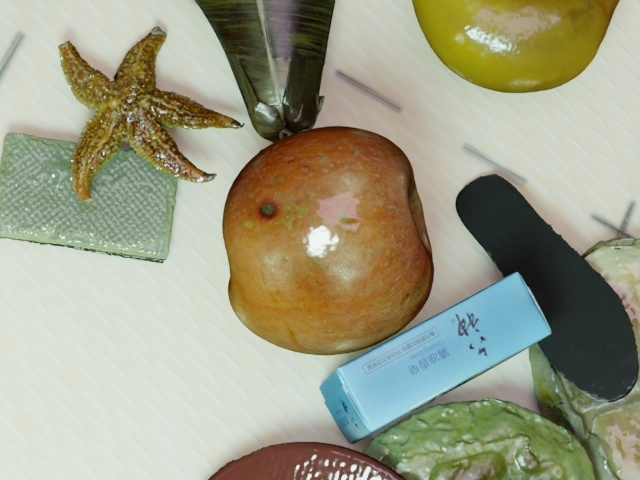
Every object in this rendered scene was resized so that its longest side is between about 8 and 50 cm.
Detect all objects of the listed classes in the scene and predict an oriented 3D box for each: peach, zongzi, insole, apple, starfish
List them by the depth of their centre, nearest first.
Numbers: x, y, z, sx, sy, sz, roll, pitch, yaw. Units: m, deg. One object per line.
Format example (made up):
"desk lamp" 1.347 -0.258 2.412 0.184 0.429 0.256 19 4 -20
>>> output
"apple" 0.000 0.000 1.901 0.253 0.253 0.254 2 78 -7
"starfish" -0.207 -0.139 1.984 0.227 0.043 0.241 24 65 6
"insole" 0.254 0.050 2.000 0.110 0.012 0.309 -35 68 -7
"zongzi" -0.106 -0.229 2.023 0.241 0.111 0.248 6 83 12
"peach" 0.223 -0.291 2.047 0.251 0.153 0.251 4 76 -14

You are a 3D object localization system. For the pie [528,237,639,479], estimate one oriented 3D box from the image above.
"pie" 0.399 0.140 2.015 0.337 0.075 0.338 1 73 -5

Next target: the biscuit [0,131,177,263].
"biscuit" -0.261 -0.049 1.982 0.199 0.040 0.121 8 75 -5

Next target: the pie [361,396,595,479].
"pie" 0.176 0.313 1.931 0.306 0.071 0.306 0 89 -4

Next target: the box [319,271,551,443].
"box" 0.122 0.130 1.942 0.232 0.142 0.083 -29 84 -13

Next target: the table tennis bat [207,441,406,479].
"table tennis bat" 0.045 0.365 1.875 0.414 0.051 0.268 17 90 10
